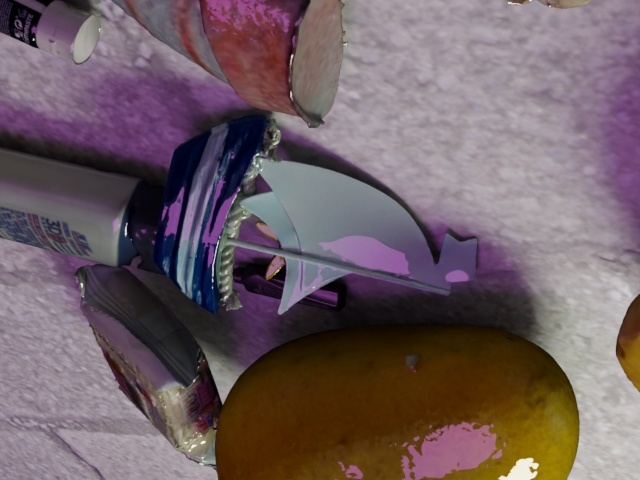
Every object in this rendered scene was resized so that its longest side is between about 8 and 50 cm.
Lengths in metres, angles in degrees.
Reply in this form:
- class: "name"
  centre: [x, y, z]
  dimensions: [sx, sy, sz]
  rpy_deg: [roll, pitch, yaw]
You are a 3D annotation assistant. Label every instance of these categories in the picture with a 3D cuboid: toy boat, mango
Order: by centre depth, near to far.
- class: "toy boat"
  centre: [-0.117, -0.187, 1.045]
  dimensions: [0.282, 0.096, 0.206]
  rpy_deg: [24, 164, 16]
- class: "toy boat"
  centre: [0.000, 0.000, 1.222]
  dimensions: [0.291, 0.067, 0.220]
  rpy_deg: [15, 124, 0]
- class: "mango"
  centre: [0.075, 0.200, 1.363]
  dimensions: [0.301, 0.220, 0.445]
  rpy_deg: [40, 136, -14]

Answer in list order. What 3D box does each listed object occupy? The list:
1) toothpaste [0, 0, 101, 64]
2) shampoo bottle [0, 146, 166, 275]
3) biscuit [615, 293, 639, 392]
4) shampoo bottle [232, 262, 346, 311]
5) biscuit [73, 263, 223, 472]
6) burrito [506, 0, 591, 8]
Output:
- class: "toothpaste"
  centre: [-0.280, -0.207, 1.146]
  dimensions: [0.193, 0.045, 0.071]
  rpy_deg: [24, 140, 11]
- class: "shampoo bottle"
  centre: [-0.297, -0.037, 1.367]
  dimensions: [0.359, 0.078, 0.134]
  rpy_deg: [13, 151, 16]
- class: "biscuit"
  centre: [0.446, 0.103, 1.040]
  dimensions: [0.446, 0.104, 0.429]
  rpy_deg: [31, 153, -33]
- class: "shampoo bottle"
  centre: [-0.041, 0.044, 1.369]
  dimensions: [0.137, 0.027, 0.048]
  rpy_deg: [12, 155, 18]
- class: "biscuit"
  centre: [-0.171, 0.143, 1.475]
  dimensions: [0.186, 0.079, 0.309]
  rpy_deg: [46, 162, 20]
- class: "burrito"
  centre: [0.064, -0.261, 0.766]
  dimensions: [0.175, 0.107, 0.348]
  rpy_deg: [21, 160, 48]
